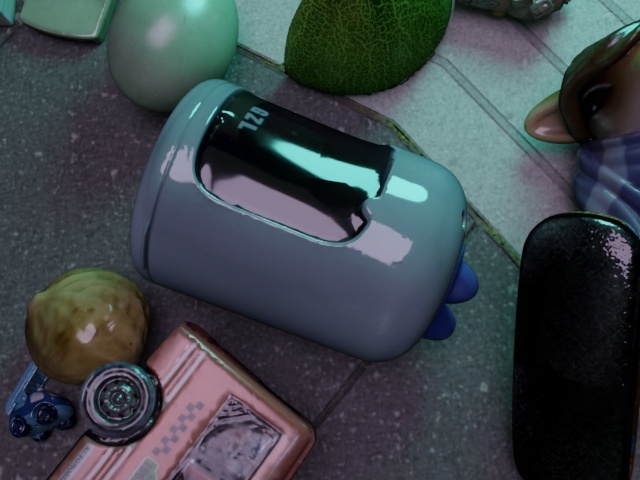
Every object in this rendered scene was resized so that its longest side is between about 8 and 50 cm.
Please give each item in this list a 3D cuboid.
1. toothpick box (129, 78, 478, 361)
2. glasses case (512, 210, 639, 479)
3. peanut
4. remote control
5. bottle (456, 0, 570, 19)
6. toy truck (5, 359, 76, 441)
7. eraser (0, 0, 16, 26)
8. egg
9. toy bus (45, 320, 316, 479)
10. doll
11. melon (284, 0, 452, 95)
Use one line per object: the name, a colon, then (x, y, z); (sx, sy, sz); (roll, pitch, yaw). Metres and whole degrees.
toothpick box: (0.000, 0.000, 0.781); (0.354, 0.263, 0.263); (20, 79, 5)
glasses case: (0.269, 0.129, 0.746); (0.122, 0.082, 0.321); (7, 105, 33)
peanut: (-0.268, 0.101, 0.826); (0.159, 0.109, 0.141); (29, 87, 37)
remote control: (-0.321, -0.412, 0.993); (0.123, 0.038, 0.285); (16, 79, 7)
bottle: (0.255, -0.333, 0.908); (0.152, 0.099, 0.099); (17, 79, 4)
toy truck: (-0.336, 0.188, 0.849); (0.073, 0.056, 0.090); (-23, 64, 4)
eraser: (-0.457, -0.368, 0.895); (0.052, 0.225, 0.096); (-2, 76, 3)
egg: (-0.182, -0.252, 0.888); (0.149, 0.149, 0.192); (25, 77, 9)
toy bus: (-0.200, 0.305, 0.736); (0.233, 0.203, 0.427); (36, 79, 6)
doll: (0.385, -0.081, 0.778); (0.317, 0.209, 0.340); (-18, 79, 7)
melon: (0.082, -0.284, 0.869); (0.265, 0.169, 0.129); (-43, 79, -5)
